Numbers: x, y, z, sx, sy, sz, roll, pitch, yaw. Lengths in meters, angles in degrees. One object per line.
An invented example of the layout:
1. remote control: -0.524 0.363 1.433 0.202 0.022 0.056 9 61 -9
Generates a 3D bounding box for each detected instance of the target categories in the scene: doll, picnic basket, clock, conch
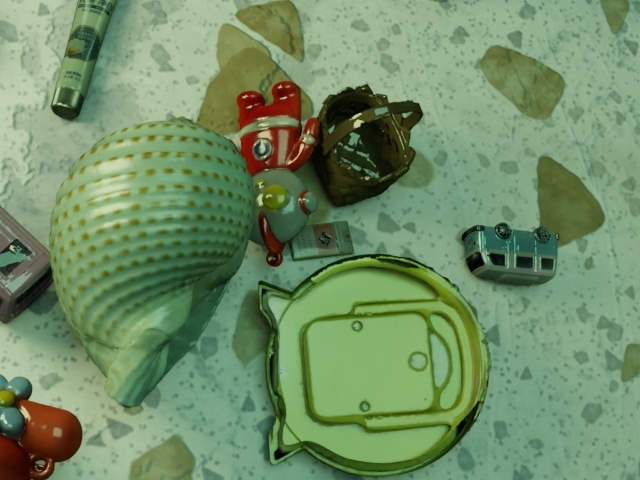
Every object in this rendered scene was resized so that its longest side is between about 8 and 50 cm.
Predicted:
1. doll: -0.064 -0.083 1.675 0.142 0.076 0.245 -11 67 26
2. picnic basket: 0.060 -0.138 1.686 0.128 0.178 0.137 -20 77 -24
3. clock: 0.064 0.157 1.638 0.294 0.071 0.277 2 78 -4
4. conch: -0.206 0.015 1.503 0.215 0.303 0.319 29 78 12
5. doll: -0.412 0.212 1.443 0.290 0.130 0.161 12 60 4

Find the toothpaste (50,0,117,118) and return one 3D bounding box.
1. toothpaste: -0.305 -0.268 1.706 0.062 0.039 0.239 13 65 -4

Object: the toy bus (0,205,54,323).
1. toy bus: -0.409 -0.003 1.535 0.199 0.108 0.096 43 64 2

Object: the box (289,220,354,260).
1. box: 0.000 0.000 1.709 0.083 0.012 0.046 -7 71 -17

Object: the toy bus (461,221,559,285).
1. toy bus: 0.255 0.021 1.752 0.123 0.060 0.074 6 72 -17
